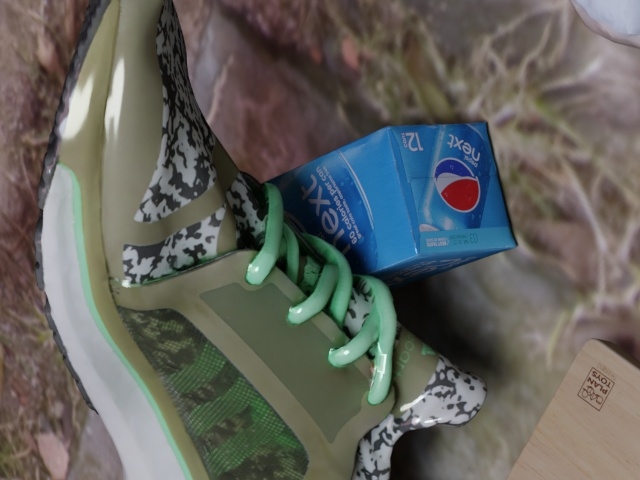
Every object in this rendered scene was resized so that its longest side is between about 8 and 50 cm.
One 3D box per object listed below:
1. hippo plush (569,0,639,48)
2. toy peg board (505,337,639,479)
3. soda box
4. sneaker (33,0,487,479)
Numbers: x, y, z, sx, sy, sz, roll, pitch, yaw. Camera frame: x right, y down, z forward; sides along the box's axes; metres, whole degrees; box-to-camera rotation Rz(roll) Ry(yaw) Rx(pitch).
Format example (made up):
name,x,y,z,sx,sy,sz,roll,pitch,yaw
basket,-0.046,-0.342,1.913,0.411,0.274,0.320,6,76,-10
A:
name,x,y,z,sx,sy,sz,roll,pitch,yaw
hippo plush,0.154,-0.242,0.675,0.237,0.234,0.294,-26,89,17
toy peg board,0.156,0.154,0.790,0.161,0.079,0.160,38,106,39
soda box,0.000,0.000,0.939,0.210,0.071,0.067,-23,77,48
sneaker,-0.015,0.045,0.853,0.158,0.182,0.410,-87,-12,-56
